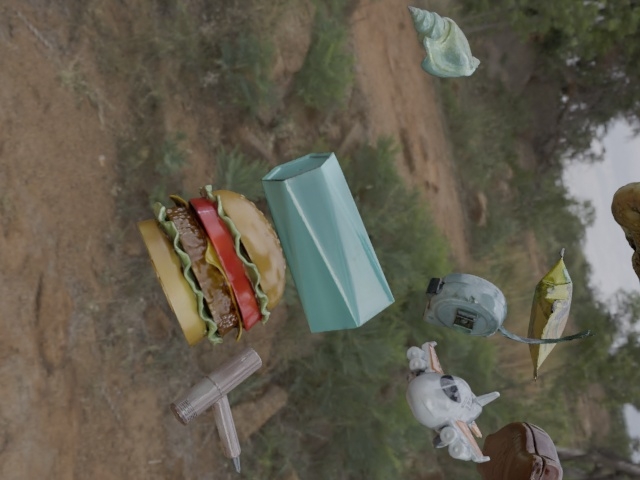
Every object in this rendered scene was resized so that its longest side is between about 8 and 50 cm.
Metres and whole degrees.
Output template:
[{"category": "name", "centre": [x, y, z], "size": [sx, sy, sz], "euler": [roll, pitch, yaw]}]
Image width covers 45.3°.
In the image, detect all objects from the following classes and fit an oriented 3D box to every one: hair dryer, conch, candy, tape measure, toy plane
[{"category": "hair dryer", "centre": [-0.170, 0.351, 1.524], "size": [0.195, 0.053, 0.220], "euler": [-37, 115, -27]}, {"category": "conch", "centre": [0.198, -0.320, 1.244], "size": [0.180, 0.065, 0.088], "euler": [33, 59, -31]}, {"category": "candy", "centre": [0.495, 0.153, 1.660], "size": [0.297, 0.081, 0.187], "euler": [-43, 142, -58]}, {"category": "tape measure", "centre": [0.361, 0.152, 1.472], "size": [0.164, 0.330, 0.084], "euler": [78, 30, -60]}, {"category": "toy plane", "centre": [0.242, 0.297, 1.419], "size": [0.245, 0.117, 0.245], "euler": [46, 22, -26]}]

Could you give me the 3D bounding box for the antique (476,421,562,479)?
[{"category": "antique", "centre": [0.482, 0.551, 1.845], "size": [0.278, 0.128, 0.224], "euler": [149, -39, -75]}]

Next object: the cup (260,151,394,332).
[{"category": "cup", "centre": [0.000, 0.000, 1.107], "size": [0.148, 0.134, 0.236], "euler": [-35, 112, -32]}]

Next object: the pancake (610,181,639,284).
[{"category": "pancake", "centre": [0.553, 0.078, 1.186], "size": [0.387, 0.082, 0.387], "euler": [-23, 90, -81]}]

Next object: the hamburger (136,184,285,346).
[{"category": "hamburger", "centre": [-0.172, 0.036, 1.309], "size": [0.275, 0.212, 0.274], "euler": [61, -14, 27]}]
